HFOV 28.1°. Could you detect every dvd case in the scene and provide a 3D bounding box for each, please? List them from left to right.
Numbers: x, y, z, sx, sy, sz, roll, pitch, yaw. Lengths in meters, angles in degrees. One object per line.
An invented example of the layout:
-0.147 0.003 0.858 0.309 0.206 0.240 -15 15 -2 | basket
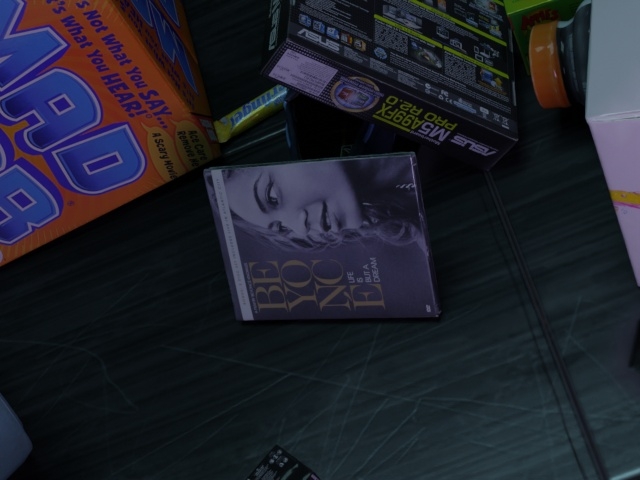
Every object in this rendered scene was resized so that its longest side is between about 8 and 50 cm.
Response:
0.000 0.000 1.252 0.221 0.164 0.018 -2 20 25 | dvd case

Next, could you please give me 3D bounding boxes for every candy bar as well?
-0.056 -0.167 1.506 0.161 0.018 0.040 -32 46 0 | candy bar

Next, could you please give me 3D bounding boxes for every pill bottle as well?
0.332 -0.186 1.251 0.245 0.130 0.130 -5 51 22 | pill bottle

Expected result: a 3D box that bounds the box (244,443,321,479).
-0.026 0.231 1.116 0.052 0.083 0.062 29 70 41 | box

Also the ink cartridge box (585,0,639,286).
0.336 -0.099 1.106 0.168 0.233 0.171 -6 51 22 | ink cartridge box

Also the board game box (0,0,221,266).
-0.376 -0.244 1.484 0.356 0.356 0.356 -26 46 8 | board game box

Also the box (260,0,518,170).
0.076 -0.211 1.325 0.060 0.270 0.216 -48 30 44 | box

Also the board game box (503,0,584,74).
0.292 -0.247 1.348 0.181 0.092 0.043 -17 47 13 | board game box

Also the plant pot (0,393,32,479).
-0.479 0.214 1.211 0.334 0.341 0.341 -40 46 -20 | plant pot

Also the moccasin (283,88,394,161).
0.026 -0.145 1.372 0.137 0.117 0.342 -14 51 10 | moccasin
